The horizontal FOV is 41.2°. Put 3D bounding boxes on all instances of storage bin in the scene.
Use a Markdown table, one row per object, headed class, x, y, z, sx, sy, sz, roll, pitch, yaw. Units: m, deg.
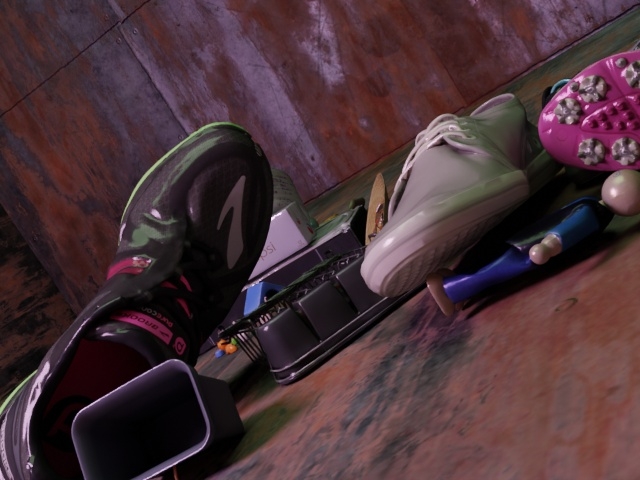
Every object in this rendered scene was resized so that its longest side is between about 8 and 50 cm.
| class | x | y | z | sx | sy | sz | roll | pitch | yaw |
| --- | --- | --- | --- | --- | --- | --- | --- | --- | --- |
| storage bin | -0.136 | 0.177 | 0.770 | 0.135 | 0.098 | 0.091 | -31 | -22 | 16 |

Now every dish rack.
| class | x | y | z | sx | sy | sz | roll | pitch | yaw |
| --- | --- | --- | --- | --- | --- | --- | --- | --- | --- |
| dish rack | -0.012 | 0.077 | 0.997 | 0.208 | 0.074 | 0.271 | -33 | 4 | -20 |

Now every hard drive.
| class | x | y | z | sx | sy | sz | roll | pitch | yaw |
| --- | --- | --- | --- | --- | --- | --- | --- | --- | --- |
| hard drive | -0.067 | 0.061 | 1.451 | 0.339 | 0.064 | 0.237 | -32 | 5 | 13 |

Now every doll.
| class | x | y | z | sx | sy | sz | roll | pitch | yaw |
| --- | --- | --- | --- | --- | --- | --- | --- | --- | --- |
| doll | 0.180 | 0.003 | 0.690 | 0.189 | 0.046 | 0.129 | -30 | -6 | 20 |

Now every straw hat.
| class | x | y | z | sx | sy | sz | roll | pitch | yaw |
| --- | --- | --- | --- | --- | --- | --- | --- | --- | --- |
| straw hat | 0.106 | -0.024 | 1.212 | 0.061 | 0.145 | 0.144 | 6 | 3 | -5 |

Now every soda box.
| class | x | y | z | sx | sy | sz | roll | pitch | yaw |
| --- | --- | --- | --- | --- | --- | --- | --- | --- | --- |
| soda box | -0.116 | 0.023 | 1.370 | 0.216 | 0.069 | 0.074 | -31 | 5 | 17 |

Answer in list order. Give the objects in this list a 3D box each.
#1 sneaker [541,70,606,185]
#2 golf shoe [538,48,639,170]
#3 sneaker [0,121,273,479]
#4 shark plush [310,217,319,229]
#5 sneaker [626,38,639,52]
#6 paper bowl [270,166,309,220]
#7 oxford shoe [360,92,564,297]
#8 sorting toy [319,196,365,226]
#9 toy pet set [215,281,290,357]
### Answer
| class | x | y | z | sx | sy | sz | roll | pitch | yaw |
| --- | --- | --- | --- | --- | --- | --- | --- | --- | --- |
| sneaker | 0.317 | -0.150 | 0.977 | 0.101 | 0.106 | 0.267 | -32 | 4 | 27 |
| golf shoe | 0.360 | -0.148 | 0.799 | 0.306 | 0.115 | 0.140 | -20 | 2 | 31 |
| sneaker | -0.175 | 0.086 | 0.934 | 0.202 | 0.185 | 0.483 | -4 | 56 | 61 |
| shark plush | 0.000 | 0.000 | 1.665 | 0.067 | 0.073 | 0.161 | 2 | 10 | 15 |
| sneaker | 0.419 | -0.215 | 1.151 | 0.132 | 0.086 | 0.229 | -39 | -3 | -16 |
| paper bowl | -0.173 | -0.037 | 1.510 | 0.284 | 0.148 | 0.284 | -22 | -21 | -9 |
| oxford shoe | 0.138 | -0.061 | 0.876 | 0.169 | 0.130 | 0.449 | -37 | -2 | 32 |
| sorting toy | 0.004 | -0.020 | 1.892 | 0.229 | 0.041 | 0.307 | -31 | -1 | 11 |
| toy pet set | -0.103 | 0.105 | 1.250 | 0.122 | 0.065 | 0.114 | -37 | 7 | -37 |
